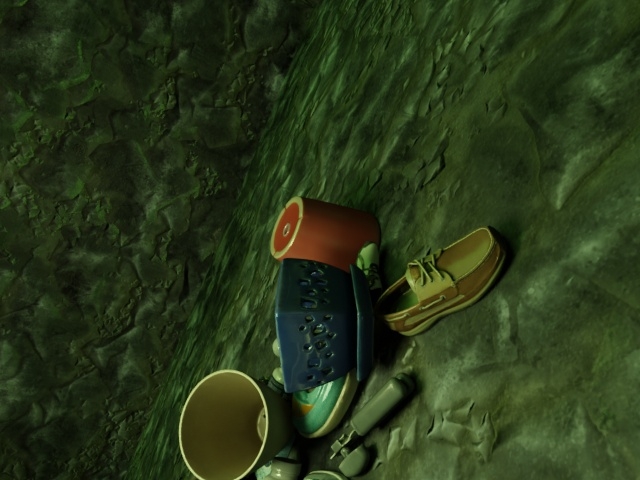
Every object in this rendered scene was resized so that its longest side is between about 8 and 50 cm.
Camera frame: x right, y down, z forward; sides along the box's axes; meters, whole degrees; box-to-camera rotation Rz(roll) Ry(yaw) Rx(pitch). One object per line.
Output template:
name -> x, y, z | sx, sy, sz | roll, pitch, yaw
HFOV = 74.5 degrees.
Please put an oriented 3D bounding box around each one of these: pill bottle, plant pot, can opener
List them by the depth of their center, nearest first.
can opener -> 0.121, 0.417, 0.933 | 0.095, 0.076, 0.283 | 48, 118, 27
plant pot -> 0.013, 0.190, 0.999 | 0.236, 0.212, 0.235 | -91, -2, -62
pill bottle -> -0.107, 0.677, 1.109 | 0.108, 0.108, 0.180 | -21, 53, 57
plant pot -> -0.186, 0.493, 1.128 | 0.257, 0.274, 0.256 | -9, 65, 21
plant pot -> 0.000, 0.000, 1.265 | 0.275, 0.243, 0.274 | -44, 36, 43
pill bottle -> -0.117, 0.456, 1.315 | 0.169, 0.094, 0.094 | -67, 25, 5

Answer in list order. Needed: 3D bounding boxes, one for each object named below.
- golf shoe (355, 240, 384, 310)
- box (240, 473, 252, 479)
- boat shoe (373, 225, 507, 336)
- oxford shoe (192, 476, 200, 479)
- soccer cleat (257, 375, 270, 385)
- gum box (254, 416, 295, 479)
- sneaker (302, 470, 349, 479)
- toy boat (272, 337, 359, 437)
golf shoe -> 0.139, 0.100, 1.127 | 0.094, 0.077, 0.198 | 2, 79, 52
box -> -0.289, 0.755, 1.485 | 0.191, 0.045, 0.184 | -44, 32, 42
boat shoe -> 0.234, 0.092, 0.874 | 0.324, 0.120, 0.122 | -51, 31, 33
oxford shoe -> -0.478, 0.953, 1.677 | 0.212, 0.076, 0.076 | -53, 18, 28
soccer cleat -> -0.190, 0.511, 1.463 | 0.179, 0.060, 0.072 | -28, 45, 58
gum box -> -0.151, 0.643, 1.302 | 0.157, 0.041, 0.184 | 20, 88, 65
sneaker -> -0.012, 0.571, 0.909 | 0.296, 0.179, 0.123 | -16, 52, 58
toy boat -> -0.032, 0.369, 1.152 | 0.267, 0.148, 0.318 | -65, 26, 9
